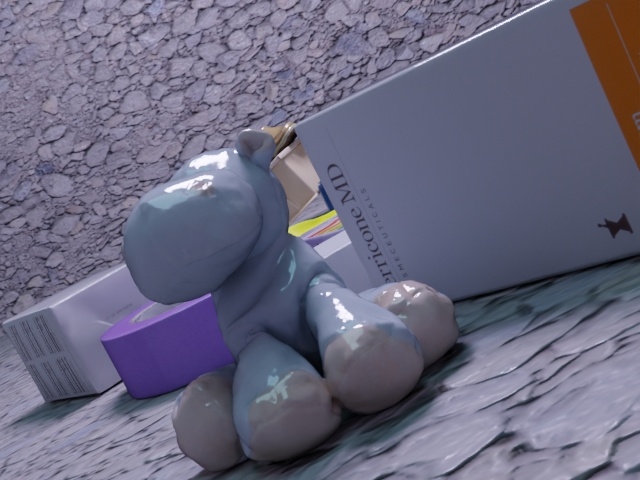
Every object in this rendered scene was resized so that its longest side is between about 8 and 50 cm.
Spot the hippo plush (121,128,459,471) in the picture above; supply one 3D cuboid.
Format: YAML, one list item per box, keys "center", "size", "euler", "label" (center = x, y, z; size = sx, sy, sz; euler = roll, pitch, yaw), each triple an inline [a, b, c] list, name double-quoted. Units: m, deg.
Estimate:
- center: [-0.031, 0.023, 0.759]
  size: [0.234, 0.236, 0.294]
  euler: [-23, 8, 27]
  label: "hippo plush"

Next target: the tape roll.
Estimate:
- center: [-0.150, 0.103, 1.198]
  size: [0.275, 0.090, 0.275]
  euler: [-27, 7, 4]
  label: "tape roll"

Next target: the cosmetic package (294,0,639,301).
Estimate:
- center: [0.219, -0.102, 0.813]
  size: [0.453, 0.230, 0.161]
  euler: [-21, 10, 43]
  label: "cosmetic package"

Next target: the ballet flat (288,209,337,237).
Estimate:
- center: [0.000, 0.000, 1.496]
  size: [0.077, 0.077, 0.231]
  euler: [6, 27, 46]
  label: "ballet flat"

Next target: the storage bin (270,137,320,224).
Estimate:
- center: [-0.069, -0.123, 2.040]
  size: [0.260, 0.123, 0.262]
  euler: [-44, 4, 37]
  label: "storage bin"

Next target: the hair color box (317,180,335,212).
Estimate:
- center: [0.179, -0.153, 1.800]
  size: [0.347, 0.105, 0.174]
  euler: [-24, 8, 14]
  label: "hair color box"

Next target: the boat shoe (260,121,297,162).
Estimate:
- center: [-0.104, -0.222, 1.970]
  size: [0.068, 0.072, 0.190]
  euler: [-47, 3, -26]
  label: "boat shoe"

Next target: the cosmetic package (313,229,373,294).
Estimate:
- center: [0.071, 0.016, 1.070]
  size: [0.231, 0.085, 0.117]
  euler: [-28, 7, -23]
  label: "cosmetic package"

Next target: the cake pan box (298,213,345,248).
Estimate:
- center: [0.114, -0.039, 1.381]
  size: [0.267, 0.070, 0.246]
  euler: [-31, 11, -33]
  label: "cake pan box"

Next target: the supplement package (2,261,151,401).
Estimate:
- center: [-0.348, 0.137, 1.402]
  size: [0.194, 0.149, 0.203]
  euler: [-32, 9, -39]
  label: "supplement package"
